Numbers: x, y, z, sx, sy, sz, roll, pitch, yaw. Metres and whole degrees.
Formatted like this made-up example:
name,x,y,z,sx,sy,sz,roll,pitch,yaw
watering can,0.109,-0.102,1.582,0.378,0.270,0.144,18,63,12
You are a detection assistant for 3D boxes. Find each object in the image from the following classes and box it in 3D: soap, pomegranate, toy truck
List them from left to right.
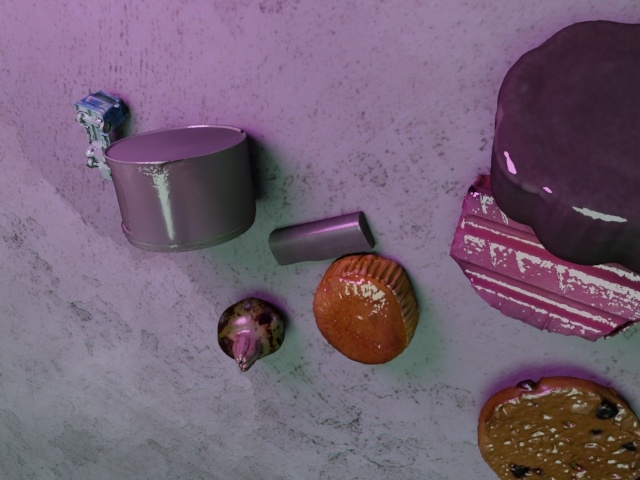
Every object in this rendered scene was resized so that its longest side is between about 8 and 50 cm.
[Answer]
name,x,y,z,sx,sy,sz,roll,pitch,yaw
toy truck,-0.404,-0.196,0.949,0.067,0.081,0.175,24,140,10
pomegranate,-0.138,0.195,0.986,0.138,0.163,0.126,-12,139,7
soap,0.337,0.030,0.711,0.289,0.112,0.182,21,125,25

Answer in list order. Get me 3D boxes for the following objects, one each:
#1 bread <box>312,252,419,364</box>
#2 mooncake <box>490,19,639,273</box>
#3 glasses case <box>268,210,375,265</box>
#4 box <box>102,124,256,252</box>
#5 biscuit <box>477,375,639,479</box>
name,x,y,z,sx,sy,sz,roll,pitch,yaw
bread,0.079,0.126,0.894,0.199,0.104,0.199,10,119,19
mooncake,0.350,-0.102,0.579,0.305,0.306,0.154,7,156,18
glasses case,-0.001,0.001,0.901,0.190,0.042,0.072,-11,118,26
box,-0.226,-0.094,0.828,0.226,0.226,0.150,5,117,19
biscuit,0.426,0.357,0.891,0.295,0.075,0.296,6,116,13
